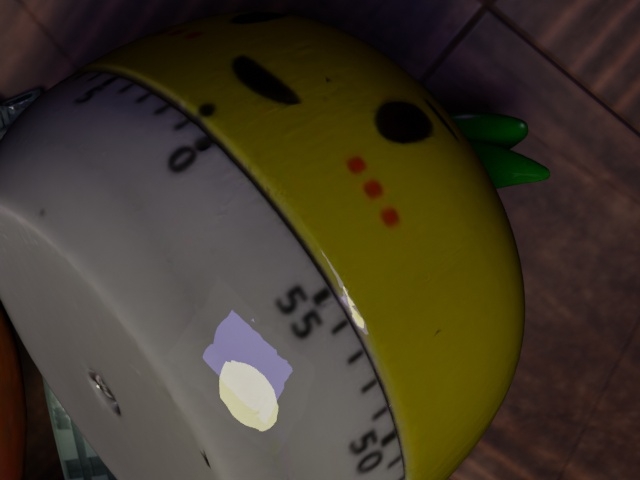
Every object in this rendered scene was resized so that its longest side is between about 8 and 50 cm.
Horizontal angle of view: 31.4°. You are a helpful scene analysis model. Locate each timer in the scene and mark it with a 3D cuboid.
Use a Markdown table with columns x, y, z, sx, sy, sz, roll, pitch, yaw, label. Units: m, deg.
| x | y | z | sx | sy | sz | roll | pitch | yaw | label |
| --- | --- | --- | --- | --- | --- | --- | --- | --- | --- |
| 0.000 | 0.000 | 0.567 | 0.285 | 0.285 | 0.285 | -1 | 115 | -1 | timer |

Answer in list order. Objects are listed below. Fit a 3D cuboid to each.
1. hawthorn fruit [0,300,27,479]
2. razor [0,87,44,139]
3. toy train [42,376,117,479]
| x | y | z | sx | sy | sz | roll | pitch | yaw | label |
| --- | --- | --- | --- | --- | --- | --- | --- | --- | --- |
| -0.272 | 0.119 | 0.600 | 0.276 | 0.276 | 0.307 | -15 | 139 | 5 | hawthorn fruit |
| -0.226 | -0.141 | 0.591 | 0.084 | 0.036 | 0.211 | -21 | 114 | 5 | razor |
| -0.141 | 0.080 | 0.686 | 0.052 | 0.051 | 0.234 | -7 | 115 | -2 | toy train |
